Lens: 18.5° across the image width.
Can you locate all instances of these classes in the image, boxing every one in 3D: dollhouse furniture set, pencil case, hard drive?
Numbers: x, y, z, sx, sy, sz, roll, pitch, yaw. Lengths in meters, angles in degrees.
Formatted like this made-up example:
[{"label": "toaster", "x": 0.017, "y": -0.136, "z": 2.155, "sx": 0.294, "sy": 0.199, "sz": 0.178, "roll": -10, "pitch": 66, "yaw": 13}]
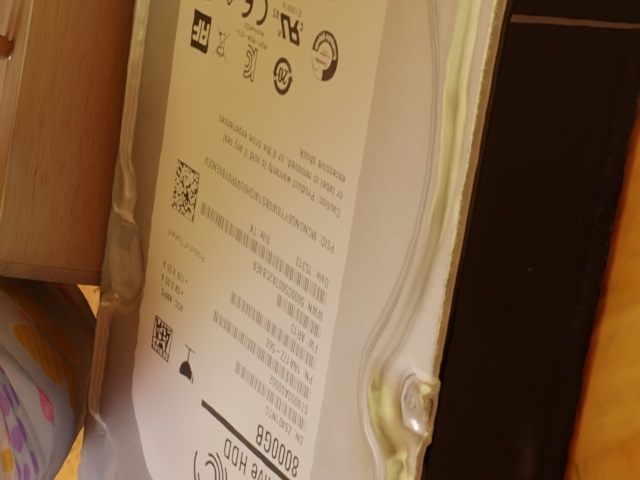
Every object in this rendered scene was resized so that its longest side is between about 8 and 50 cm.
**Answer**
[{"label": "dollhouse furniture set", "x": -0.256, "y": -0.099, "z": 0.761, "sx": 0.303, "sy": 0.355, "sz": 0.174, "roll": -145, "pitch": 64, "yaw": -69}, {"label": "pencil case", "x": -0.159, "y": 0.069, "z": 0.775, "sx": 0.113, "sy": 0.124, "sz": 0.273, "roll": 58, "pitch": -177, "yaw": -6}, {"label": "hard drive", "x": 0.000, "y": 0.000, "z": 0.667, "sx": 0.237, "sy": 0.064, "sz": 0.339, "roll": 35, "pitch": 122, "yaw": 55}]
